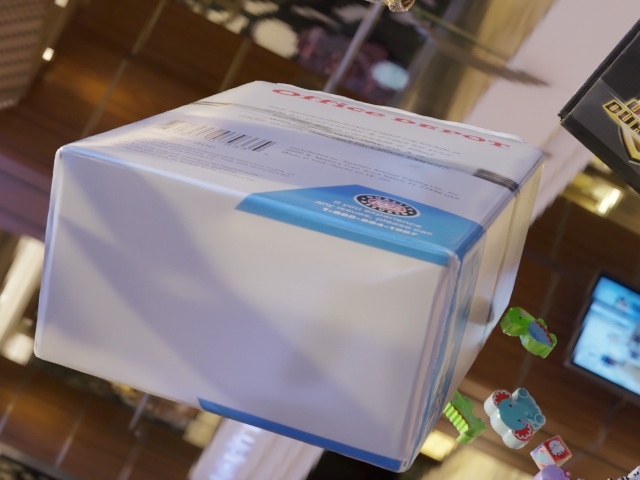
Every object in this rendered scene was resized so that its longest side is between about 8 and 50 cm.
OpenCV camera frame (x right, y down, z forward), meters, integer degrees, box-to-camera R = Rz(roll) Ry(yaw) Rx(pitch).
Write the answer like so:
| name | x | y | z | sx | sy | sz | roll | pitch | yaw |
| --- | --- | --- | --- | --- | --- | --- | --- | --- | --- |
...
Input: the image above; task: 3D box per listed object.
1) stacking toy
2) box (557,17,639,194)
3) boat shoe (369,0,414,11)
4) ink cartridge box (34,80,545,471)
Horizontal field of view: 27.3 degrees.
| name | x | y | z | sx | sy | sz | roll | pitch | yaw |
| --- | --- | --- | --- | --- | --- | --- | --- | --- | --- |
| stacking toy | 0.188 | 0.187 | 1.156 | 0.052 | 0.221 | 0.167 | -17 | -27 | -33 |
| box | 0.375 | -0.096 | 1.027 | 0.073 | 0.295 | 0.293 | -42 | -7 | -36 |
| boat shoe | 0.055 | -0.178 | 0.802 | 0.063 | 0.059 | 0.170 | -63 | 5 | -3 |
| ink cartridge box | 0.000 | 0.000 | 1.048 | 0.395 | 0.285 | 0.166 | -37 | -40 | -67 |
